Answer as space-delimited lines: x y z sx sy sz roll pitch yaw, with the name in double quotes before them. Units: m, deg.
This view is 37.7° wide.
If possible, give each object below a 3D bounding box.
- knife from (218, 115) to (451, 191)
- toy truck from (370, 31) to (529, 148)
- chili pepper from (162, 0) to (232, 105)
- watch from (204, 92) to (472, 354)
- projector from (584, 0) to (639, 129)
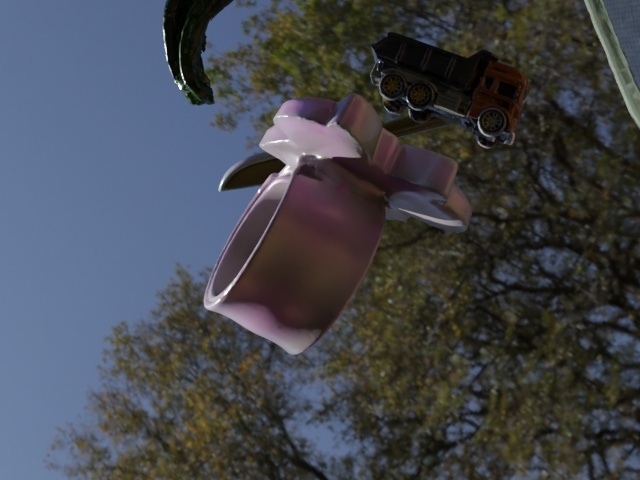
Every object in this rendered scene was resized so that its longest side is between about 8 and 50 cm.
"knife" 0.027 -0.112 1.194 0.343 0.027 0.061 -13 -37 10
"toy truck" 0.150 -0.181 1.109 0.083 0.192 0.092 39 -107 -80
"chili pepper" -0.118 -0.309 1.160 0.278 0.065 0.122 -64 -28 -14
"watch" 0.000 0.000 0.902 0.211 0.248 0.217 30 -98 -15
"projector" 0.322 -0.201 0.545 0.249 0.248 0.248 -5 -22 -20
